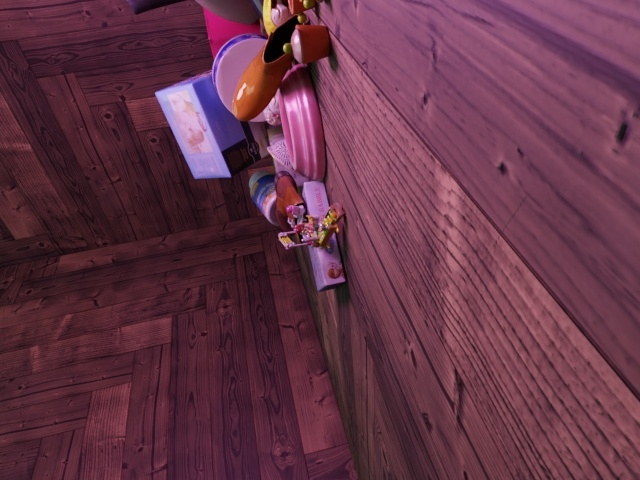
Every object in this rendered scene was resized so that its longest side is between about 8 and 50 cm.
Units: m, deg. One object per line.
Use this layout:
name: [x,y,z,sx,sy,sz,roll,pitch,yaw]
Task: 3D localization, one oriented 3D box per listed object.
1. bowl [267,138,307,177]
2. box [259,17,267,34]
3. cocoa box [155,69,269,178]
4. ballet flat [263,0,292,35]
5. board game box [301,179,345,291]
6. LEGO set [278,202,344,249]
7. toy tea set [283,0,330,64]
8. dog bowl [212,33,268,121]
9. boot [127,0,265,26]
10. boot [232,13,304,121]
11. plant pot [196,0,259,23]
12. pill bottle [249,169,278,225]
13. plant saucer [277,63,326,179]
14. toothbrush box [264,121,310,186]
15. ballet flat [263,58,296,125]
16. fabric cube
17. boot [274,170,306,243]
bowl: [-0.090,-0.295,1.539,0.170,0.080,0.170,35,-165,-11]
box: [-0.153,-0.707,1.450,0.136,0.081,0.028,99,158,-73]
cocoa box: [-0.387,-0.426,1.662,0.232,0.228,0.346,5,125,39]
ballet flat: [-0.104,-0.626,1.174,0.077,0.077,0.230,53,148,42]
board game box: [0.000,0.000,1.486,0.318,0.066,0.318,116,142,-80]
LEGO set: [-0.038,-0.031,1.235,0.287,0.107,0.132,-172,75,-66]
toy tea set: [-0.071,-0.516,0.893,0.200,0.125,0.335,104,153,-76]
dog bowl: [-0.214,-0.528,1.485,0.104,0.265,0.264,-121,19,-56]
boot: [-0.320,-0.704,1.274,0.146,0.446,0.366,-136,34,-79]
boot: [-0.142,-0.435,1.157,0.104,0.295,0.211,35,-170,-12]
plant pot: [-0.255,-0.831,1.488,0.191,0.284,0.284,41,-166,-30]
pill bottle: [-0.195,-0.183,1.846,0.272,0.153,0.152,47,152,48]
plant saucer: [-0.061,-0.336,1.331,0.332,0.084,0.331,168,90,-84]
toothbrush box: [-0.134,-0.348,1.768,0.283,0.122,0.206,-115,13,-60]
ballet flat: [-0.132,-0.475,1.434,0.077,0.091,0.240,-116,33,-57]
fabric cube: [-0.286,-0.760,1.732,0.254,0.259,0.258,92,165,-61]
boot: [-0.082,-0.073,1.550,0.280,0.096,0.263,-120,28,-53]
